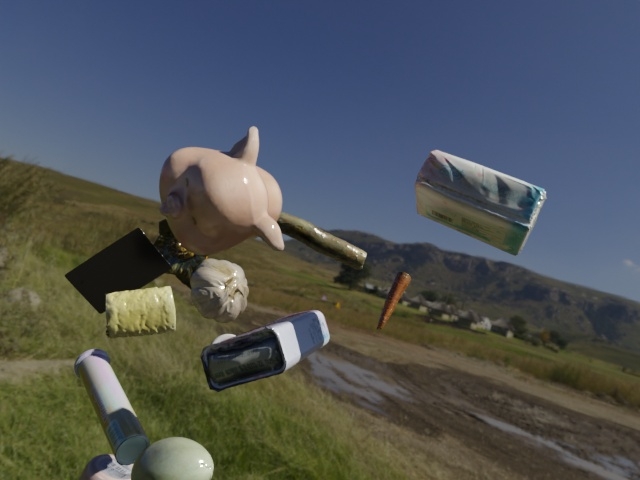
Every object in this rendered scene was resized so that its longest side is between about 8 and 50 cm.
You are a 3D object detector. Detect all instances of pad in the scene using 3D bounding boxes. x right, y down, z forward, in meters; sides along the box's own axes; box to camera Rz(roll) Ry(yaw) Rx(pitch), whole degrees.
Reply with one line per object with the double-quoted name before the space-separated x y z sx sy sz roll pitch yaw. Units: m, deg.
"pad" -0.592 0.090 1.507 0.160 0.264 0.009 57 2 -23

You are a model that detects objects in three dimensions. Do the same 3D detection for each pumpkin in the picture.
"pumpkin" -0.484 0.024 1.874 0.258 0.290 0.095 25 0 0

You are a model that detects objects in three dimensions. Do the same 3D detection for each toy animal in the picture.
"toy animal" -0.186 -0.079 1.039 0.269 0.237 0.326 -12 1 35

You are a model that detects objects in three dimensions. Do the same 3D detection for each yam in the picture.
"yam" 0.000 0.000 1.582 0.317 0.071 0.067 25 -23 -7

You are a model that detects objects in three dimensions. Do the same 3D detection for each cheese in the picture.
"cheese" -0.456 0.183 1.303 0.167 0.123 0.094 -4 -2 -18

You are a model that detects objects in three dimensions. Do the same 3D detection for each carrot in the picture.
"carrot" 0.250 0.218 1.792 0.057 0.224 0.057 25 -17 8

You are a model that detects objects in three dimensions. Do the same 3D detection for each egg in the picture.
"egg" -0.263 0.411 0.913 0.152 0.114 0.114 -8 -10 13

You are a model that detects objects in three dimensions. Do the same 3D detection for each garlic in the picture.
"garlic" -0.334 0.167 1.732 0.152 0.228 0.227 -22 -27 35

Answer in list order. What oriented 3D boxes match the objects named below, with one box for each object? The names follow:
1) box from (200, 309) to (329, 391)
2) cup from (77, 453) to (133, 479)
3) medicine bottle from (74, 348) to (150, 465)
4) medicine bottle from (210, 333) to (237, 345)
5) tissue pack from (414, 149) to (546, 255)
"box" -0.116 0.248 1.221 0.190 0.112 0.369 -20 -8 13
"cup" -0.659 0.808 1.580 0.252 0.201 0.191 25 -1 44
"medicine bottle" -0.610 0.471 1.483 0.108 0.108 0.426 19 9 -42
"medicine bottle" -0.280 0.351 1.513 0.106 0.107 0.191 16 -29 -6
"tissue pack" 0.362 -0.086 1.190 0.271 0.124 0.201 25 -14 20
